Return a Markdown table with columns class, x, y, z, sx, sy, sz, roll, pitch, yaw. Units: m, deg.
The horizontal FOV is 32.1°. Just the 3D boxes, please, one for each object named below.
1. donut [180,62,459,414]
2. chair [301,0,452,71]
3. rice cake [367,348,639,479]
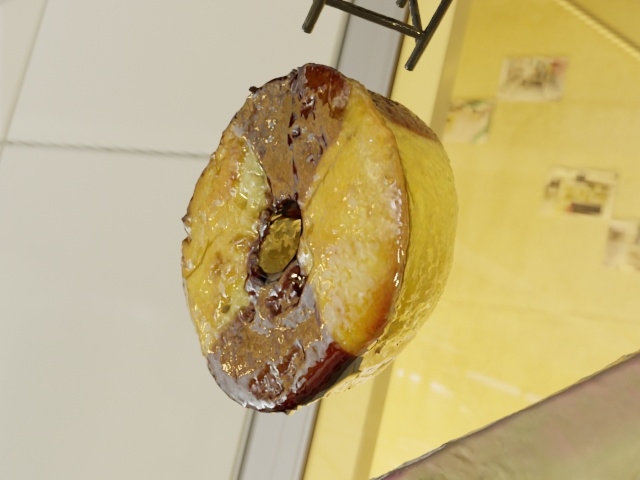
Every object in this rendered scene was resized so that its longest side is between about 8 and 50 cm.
| class | x | y | z | sx | sy | sz | roll | pitch | yaw |
| --- | --- | --- | --- | --- | --- | --- | --- | --- | --- |
| donut | 0.000 | 0.000 | 0.581 | 0.073 | 0.184 | 0.166 | 4 | -144 | -41 |
| chair | 0.091 | -0.317 | 1.072 | 0.141 | 0.154 | 0.260 | 17 | 129 | -16 |
| rice cake | 0.159 | 0.094 | 0.576 | 0.399 | 0.070 | 0.064 | -18 | 165 | -33 |
